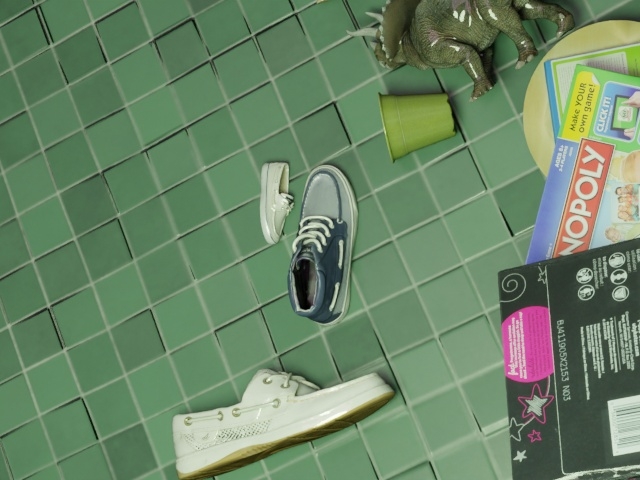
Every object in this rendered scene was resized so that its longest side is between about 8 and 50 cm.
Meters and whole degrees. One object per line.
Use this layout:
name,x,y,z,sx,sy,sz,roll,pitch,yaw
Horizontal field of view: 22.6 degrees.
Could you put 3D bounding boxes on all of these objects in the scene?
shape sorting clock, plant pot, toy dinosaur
shape sorting clock,0.326,-0.139,1.766,0.206,0.040,0.206,0,89,23
plant pot,0.112,-0.136,1.832,0.079,0.083,0.083,-11,77,6
toy dinosaur,0.179,-0.259,1.781,0.313,0.121,0.160,-36,92,26

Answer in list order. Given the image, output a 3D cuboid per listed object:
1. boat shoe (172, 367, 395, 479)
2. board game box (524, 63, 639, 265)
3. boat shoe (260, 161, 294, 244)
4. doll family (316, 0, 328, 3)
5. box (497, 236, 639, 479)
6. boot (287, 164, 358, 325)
boat shoe,-0.052,0.189,1.819,0.277,0.098,0.096,-21,75,17
board game box,0.339,-0.011,1.712,0.213,0.046,0.317,15,95,22
boat shoe,-0.049,-0.045,1.895,0.035,0.035,0.100,-6,72,22
doll family,0.029,-0.356,1.875,0.193,0.076,0.111,-22,88,34
box,0.281,0.148,1.586,0.163,0.142,0.247,-14,57,21
boot,0.000,0.000,1.839,0.069,0.086,0.190,-6,78,19
